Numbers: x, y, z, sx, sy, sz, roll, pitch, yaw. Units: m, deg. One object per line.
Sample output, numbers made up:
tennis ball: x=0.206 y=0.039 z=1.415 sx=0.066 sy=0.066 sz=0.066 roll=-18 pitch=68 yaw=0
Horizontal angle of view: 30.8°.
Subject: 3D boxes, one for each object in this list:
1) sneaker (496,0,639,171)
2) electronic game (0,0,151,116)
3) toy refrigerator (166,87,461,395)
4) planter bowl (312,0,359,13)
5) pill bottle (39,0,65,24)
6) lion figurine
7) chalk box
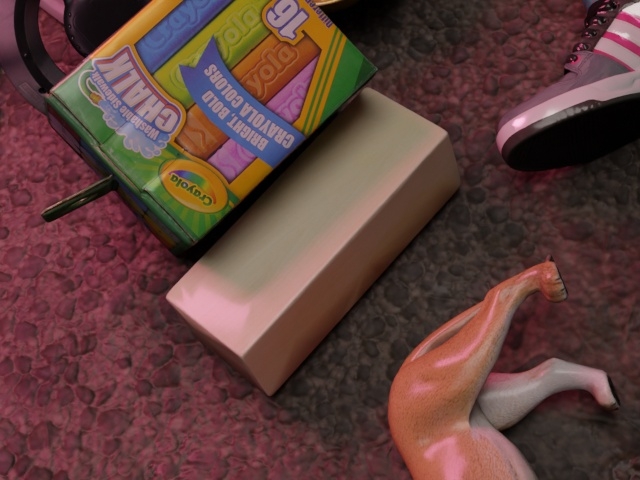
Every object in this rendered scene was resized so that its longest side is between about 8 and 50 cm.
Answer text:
sneaker: x=0.263 y=-0.192 z=1.068 sx=0.296 sy=0.123 sz=0.178 roll=-24 pitch=66 yaw=-11
electronic game: x=-0.205 y=-0.216 z=1.132 sx=0.229 sy=0.229 sz=0.048 roll=-33 pitch=26 yaw=-7
toy refrigerator: x=0.000 y=0.000 z=1.042 sx=0.102 sy=0.094 sz=0.269 roll=33 pitch=73 yaw=31
planter bowl: x=-0.001 y=-0.301 z=1.195 sx=0.217 sy=0.090 sz=0.217 roll=-4 pitch=63 yaw=8
pill bottle: x=-0.201 y=-0.368 z=1.227 sx=0.160 sy=0.160 sz=0.283 roll=32 pitch=73 yaw=23
lion figurine: x=0.125 y=0.199 z=0.905 sx=0.240 sy=0.142 sz=0.392 roll=-23 pitch=45 yaw=18
chalk box: x=-0.124 y=-0.103 z=1.032 sx=0.289 sy=0.180 sz=0.179 roll=-45 pitch=96 yaw=-9
